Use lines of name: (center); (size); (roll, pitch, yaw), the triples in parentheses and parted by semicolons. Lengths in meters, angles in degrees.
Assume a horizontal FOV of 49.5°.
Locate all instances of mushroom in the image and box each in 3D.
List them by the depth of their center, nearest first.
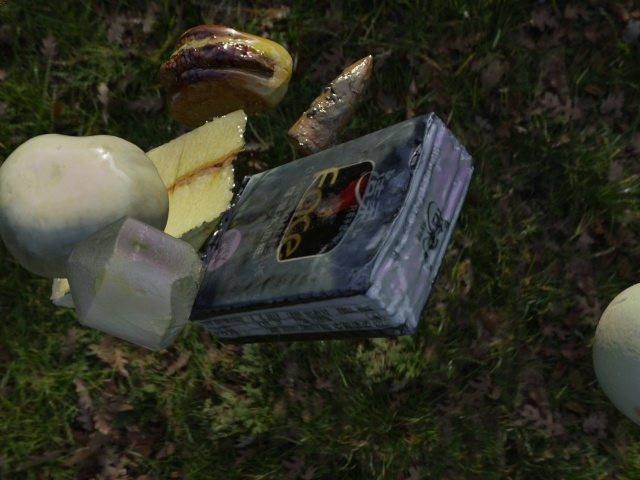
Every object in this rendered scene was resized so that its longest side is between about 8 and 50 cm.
mushroom: (-0.373, -0.047, 1.106); (0.260, 0.234, 0.254); (41, 73, 13)

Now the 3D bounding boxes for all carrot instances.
carrot: (0.033, -0.282, 1.436); (0.102, 0.102, 0.263); (34, 79, 13)

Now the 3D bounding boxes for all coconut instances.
coconut: (-0.230, 0.049, 0.838); (0.153, 0.147, 0.147); (28, 77, -18)

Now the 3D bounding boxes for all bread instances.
bread: (-0.347, -0.085, 1.442); (0.405, 0.242, 0.345); (-48, 36, 27)

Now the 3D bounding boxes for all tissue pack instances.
tissue pack: (0.000, 0.000, 0.876); (0.122, 0.361, 0.259); (40, 59, -29)

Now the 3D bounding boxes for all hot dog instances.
hot dog: (-0.284, -0.451, 1.873); (0.405, 0.223, 0.185); (-5, 60, 36)

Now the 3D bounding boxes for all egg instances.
egg: (0.523, 0.156, 1.035); (0.207, 0.161, 0.271); (-7, 47, 8)

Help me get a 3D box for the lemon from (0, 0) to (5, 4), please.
lemon: (-0.628, -0.518, 1.141); (0.286, 0.285, 0.316); (6, 68, 7)
